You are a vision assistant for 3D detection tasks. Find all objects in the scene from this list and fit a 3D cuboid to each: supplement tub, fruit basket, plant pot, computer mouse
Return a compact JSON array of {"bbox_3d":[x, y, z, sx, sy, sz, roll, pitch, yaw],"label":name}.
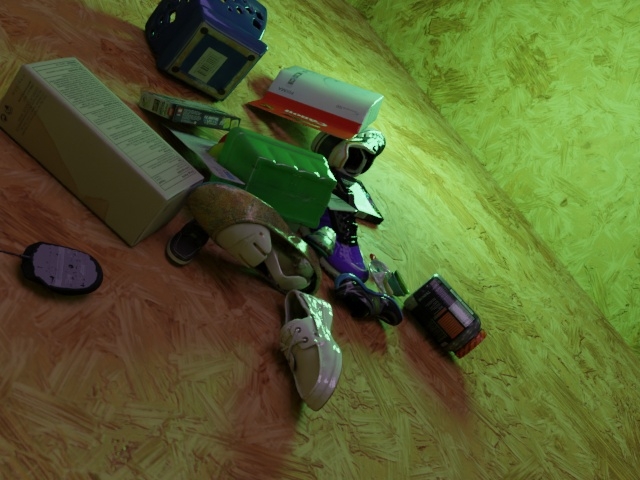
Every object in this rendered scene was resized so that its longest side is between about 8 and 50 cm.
[{"bbox_3d":[0.302,0.183,1.606,0.190,0.117,0.117,49,26,8],"label":"supplement tub"},{"bbox_3d":[-0.139,-0.142,1.402,0.327,0.166,0.353,14,10,-36],"label":"fruit basket"},{"bbox_3d":[-0.278,-0.503,1.674,0.236,0.236,0.212,23,39,-38],"label":"plant pot"},{"bbox_3d":[-0.411,0.027,0.895,0.242,0.041,0.071,19,51,-33],"label":"computer mouse"}]

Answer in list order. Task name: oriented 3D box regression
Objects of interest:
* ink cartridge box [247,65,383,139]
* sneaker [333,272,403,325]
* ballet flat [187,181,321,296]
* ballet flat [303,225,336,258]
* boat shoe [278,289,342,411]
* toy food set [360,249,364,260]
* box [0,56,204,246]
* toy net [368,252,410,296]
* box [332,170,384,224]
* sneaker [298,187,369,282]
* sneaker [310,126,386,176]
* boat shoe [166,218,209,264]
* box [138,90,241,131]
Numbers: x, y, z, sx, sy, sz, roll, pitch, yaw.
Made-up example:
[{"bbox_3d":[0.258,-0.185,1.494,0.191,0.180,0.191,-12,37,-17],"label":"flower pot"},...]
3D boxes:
[{"bbox_3d":[-0.004,-0.413,1.963,0.308,0.091,0.385,22,23,9],"label":"ink cartridge box"},{"bbox_3d":[0.099,0.142,1.449,0.188,0.067,0.078,32,49,-27],"label":"sneaker"},{"bbox_3d":[-0.103,0.014,1.216,0.348,0.123,0.123,40,20,-49],"label":"ballet flat"},{"bbox_3d":[0.000,0.000,1.393,0.070,0.070,0.188,40,-10,-8],"label":"ballet flat"},{"bbox_3d":[-0.031,0.179,1.153,0.096,0.098,0.277,34,18,-20],"label":"boat shoe"},{"bbox_3d":[0.073,0.031,1.610,0.083,0.020,0.083,31,28,-26],"label":"toy food set"},{"bbox_3d":[-0.366,-0.153,1.123,0.311,0.121,0.148,44,25,-1],"label":"box"},{"bbox_3d":[0.150,0.071,1.549,0.122,0.045,0.232,66,10,16],"label":"toy net"},{"bbox_3d":[0.103,-0.120,1.875,0.116,0.029,0.162,16,36,-45],"label":"box"},{"bbox_3d":[0.035,-0.041,1.517,0.102,0.146,0.293,-1,50,-56],"label":"sneaker"},{"bbox_3d":[0.113,-0.255,1.980,0.127,0.126,0.321,44,32,25],"label":"sneaker"},{"bbox_3d":[-0.228,-0.010,1.194,0.056,0.049,0.152,39,26,-11],"label":"boat shoe"},{"bbox_3d":[-0.287,-0.285,1.488,0.114,0.036,0.207,27,15,31],"label":"box"}]
